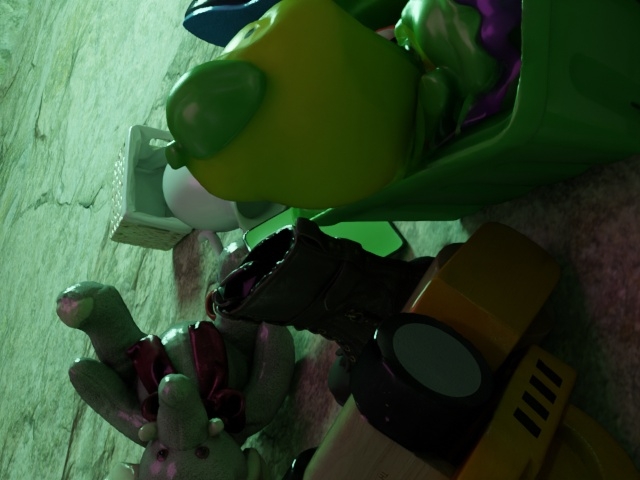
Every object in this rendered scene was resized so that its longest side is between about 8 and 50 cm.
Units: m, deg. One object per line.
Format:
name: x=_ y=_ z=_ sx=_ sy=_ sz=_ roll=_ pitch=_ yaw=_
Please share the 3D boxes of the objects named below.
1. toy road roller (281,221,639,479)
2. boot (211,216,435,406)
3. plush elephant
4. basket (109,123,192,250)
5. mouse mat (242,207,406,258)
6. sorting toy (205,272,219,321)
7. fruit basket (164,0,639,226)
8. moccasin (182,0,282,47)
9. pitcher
toy road roller: x=0.134 y=0.161 z=1.012 sx=0.202 sy=0.240 sz=0.329 roll=-60 pitch=-8 yaw=31
boot: x=0.002 y=0.068 z=1.227 sx=0.263 sy=0.229 sz=0.091 roll=-52 pitch=39 yaw=42
plush elephant: x=-0.152 y=0.200 z=1.463 sx=0.255 sy=0.271 sz=0.330 roll=-104 pitch=5 yaw=-67
basket: x=-0.260 y=-0.078 z=1.993 sx=0.103 sy=0.113 sz=0.167 roll=134 pitch=142 yaw=-53
mouse mat: x=0.000 y=0.000 z=1.416 sx=0.152 sy=0.007 sz=0.190 roll=-29 pitch=31 yaw=-2
sorting toy: x=-0.110 y=0.069 z=1.699 sx=0.102 sy=0.042 sz=0.061 roll=-35 pitch=62 yaw=39
fruit basket: x=0.047 y=-0.144 z=1.092 sx=0.392 sy=0.392 sz=0.283 roll=-22 pitch=57 yaw=60
moccasin: x=-0.056 y=-0.340 z=1.714 sx=0.342 sy=0.137 sz=0.117 roll=-7 pitch=67 yaw=49
pitcher: x=-0.129 y=-0.044 z=1.692 sx=0.207 sy=0.125 sz=0.178 roll=13 pitch=87 yaw=54
